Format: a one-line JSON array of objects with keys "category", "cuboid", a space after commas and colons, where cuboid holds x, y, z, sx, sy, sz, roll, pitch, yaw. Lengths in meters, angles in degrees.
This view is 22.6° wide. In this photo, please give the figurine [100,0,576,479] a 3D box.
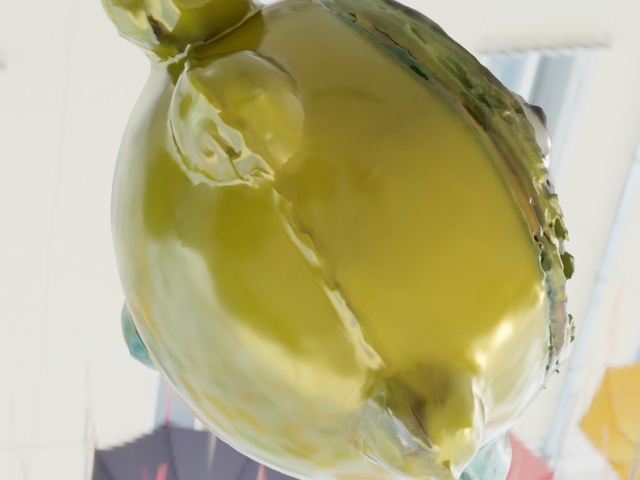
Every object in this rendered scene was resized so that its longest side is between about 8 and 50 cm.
[{"category": "figurine", "cuboid": [0.000, 0.000, 0.760, 0.231, 0.324, 0.340, -31, -177, 2]}]
